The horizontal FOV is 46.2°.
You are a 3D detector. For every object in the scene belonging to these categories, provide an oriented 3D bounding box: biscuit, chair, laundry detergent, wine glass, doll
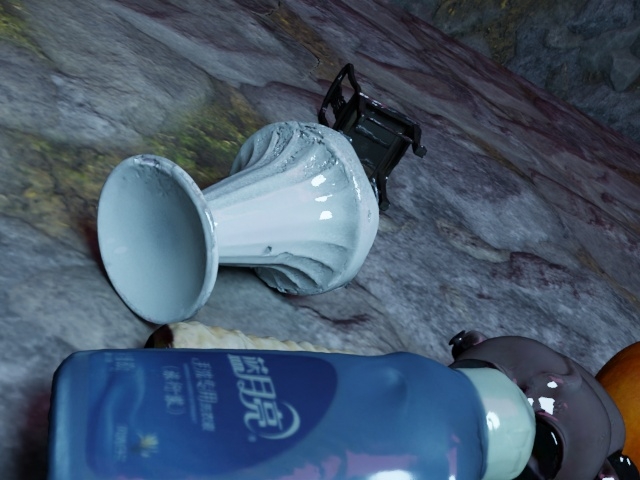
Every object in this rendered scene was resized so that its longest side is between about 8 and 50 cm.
[{"bbox_3d":[-0.032,0.100,0.571,0.219,0.055,0.061,17,20,-33],"label":"biscuit"},{"bbox_3d":[0.066,-0.158,1.072,0.113,0.106,0.229,27,28,-15],"label":"chair"},{"bbox_3d":[-0.001,0.114,0.427,0.289,0.094,0.143,-2,21,-19],"label":"laundry detergent"},{"bbox_3d":[-0.067,-0.012,0.622,0.165,0.165,0.196,45,35,20],"label":"wine glass"},{"bbox_3d":[0.177,0.148,0.619,0.182,0.117,0.257,51,9,25],"label":"doll"}]

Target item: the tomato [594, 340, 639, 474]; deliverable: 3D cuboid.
[{"bbox_3d":[0.384,0.210,0.742,0.259,0.180,0.260,26,30,-16],"label":"tomato"}]
